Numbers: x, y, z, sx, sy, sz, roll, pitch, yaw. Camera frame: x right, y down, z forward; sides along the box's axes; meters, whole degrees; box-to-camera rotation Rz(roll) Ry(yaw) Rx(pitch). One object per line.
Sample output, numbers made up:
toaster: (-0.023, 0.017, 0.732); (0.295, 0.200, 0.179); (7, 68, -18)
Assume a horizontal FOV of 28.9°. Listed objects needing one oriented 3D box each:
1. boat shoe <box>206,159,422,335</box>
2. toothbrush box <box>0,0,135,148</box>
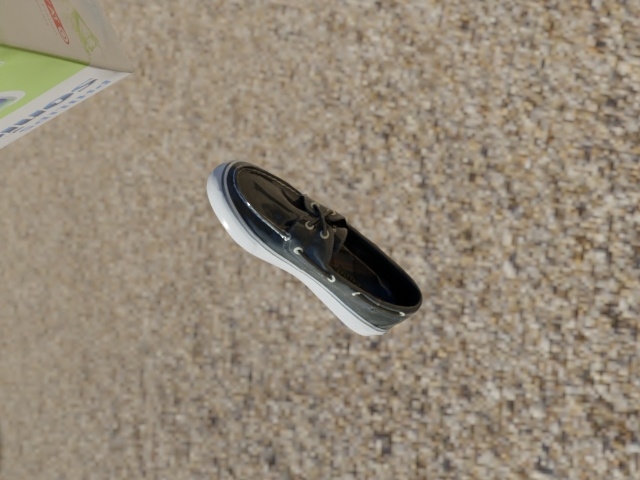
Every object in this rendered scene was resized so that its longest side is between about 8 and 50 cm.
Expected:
boat shoe: (0.000, 0.000, 0.692); (0.040, 0.142, 0.049); (-27, 32, 43)
toothbrush box: (-0.196, -0.126, 0.408); (0.206, 0.122, 0.283); (62, -172, 1)
